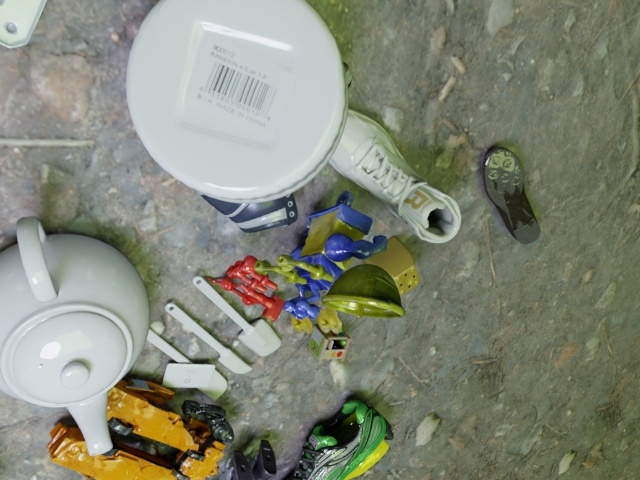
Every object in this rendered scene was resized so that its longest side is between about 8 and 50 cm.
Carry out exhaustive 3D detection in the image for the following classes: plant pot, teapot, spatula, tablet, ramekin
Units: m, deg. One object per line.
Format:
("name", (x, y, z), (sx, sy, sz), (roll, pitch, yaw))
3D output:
("plant pot", (0.141, 0.057, 1.049), (0.081, 0.083, 0.082), (-32, 126, -13))
("teapot", (-0.336, 0.120, 0.733), (0.256, 0.187, 0.253), (34, 94, -37))
("spatula", (-0.188, 0.165, 0.952), (0.168, 0.019, 0.242), (-37, 127, 0))
("tablet", (-0.227, 0.234, 0.959), (0.083, 0.006, 0.054), (8, 118, -26))
("ramekin", (-0.097, -0.178, 0.676), (0.277, 0.135, 0.277), (0, 99, -3))

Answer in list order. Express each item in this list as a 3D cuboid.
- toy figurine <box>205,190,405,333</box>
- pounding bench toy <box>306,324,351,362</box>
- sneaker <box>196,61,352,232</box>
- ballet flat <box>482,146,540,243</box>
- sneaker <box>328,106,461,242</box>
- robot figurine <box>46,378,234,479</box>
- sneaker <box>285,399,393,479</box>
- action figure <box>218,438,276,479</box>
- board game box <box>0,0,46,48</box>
("toy figurine", (0.000, 0.000, 0.836), (0.191, 0.362, 0.217), (33, 68, -19))
("pounding bench toy", (0.023, 0.184, 1.065), (0.065, 0.052, 0.083), (5, 111, -33))
("sneaker", (-0.046, -0.129, 0.828), (0.282, 0.099, 0.153), (-38, 124, 0))
("ballet flat", (0.389, -0.093, 1.143), (0.084, 0.058, 0.250), (-30, 123, 13))
("sneaker", (0.123, -0.102, 0.902), (0.292, 0.169, 0.108), (34, 96, -37))
("robot figurine", (-0.283, 0.337, 0.935), (0.211, 0.085, 0.291), (-53, 128, -6))
("sneaker", (-0.010, 0.467, 1.163), (0.343, 0.134, 0.146), (-44, 122, -15))
("action figure", (-0.196, 0.514, 1.082), (0.185, 0.099, 0.285), (18, 119, -43))
("board game box", (-0.392, -0.443, 0.491), (0.389, 0.050, 0.390), (22, 101, -37))
